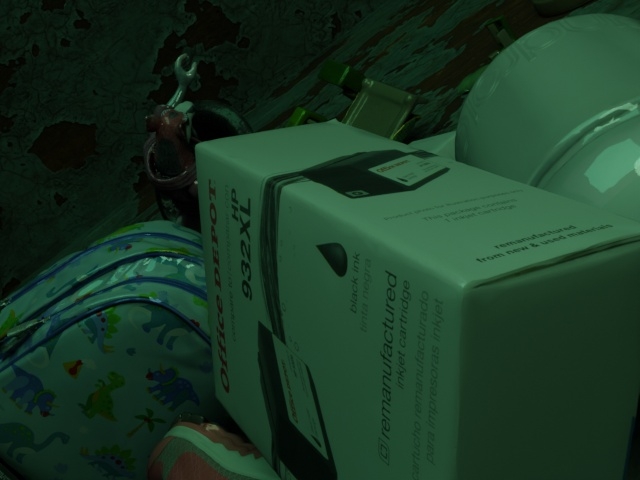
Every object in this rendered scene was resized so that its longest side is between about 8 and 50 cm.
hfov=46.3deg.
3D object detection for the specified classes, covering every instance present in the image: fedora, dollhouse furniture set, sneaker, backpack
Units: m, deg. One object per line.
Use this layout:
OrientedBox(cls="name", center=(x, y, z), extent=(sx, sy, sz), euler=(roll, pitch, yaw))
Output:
OrientedBox(cls="fedora", center=(-0.182, -0.125, 1.482), extent=(0.334, 0.334, 0.152), euler=(-20, -4, 43))
OrientedBox(cls="dollhouse furniture set", center=(0.085, -0.178, 1.329), extent=(0.197, 0.151, 0.301), euler=(-59, 37, 5))
OrientedBox(cls="dollhouse furniture set", center=(0.286, -0.323, 1.295), extent=(0.151, 0.058, 0.076), euler=(-49, 21, -27))
OrientedBox(cls="sneaker", center=(-0.088, 0.236, 0.633), extent=(0.314, 0.116, 0.136), euler=(-12, 34, 53))
OrientedBox(cls="backpack", center=(-0.230, 0.144, 0.835), extent=(0.355, 0.290, 0.273), euler=(-40, 18, -9))

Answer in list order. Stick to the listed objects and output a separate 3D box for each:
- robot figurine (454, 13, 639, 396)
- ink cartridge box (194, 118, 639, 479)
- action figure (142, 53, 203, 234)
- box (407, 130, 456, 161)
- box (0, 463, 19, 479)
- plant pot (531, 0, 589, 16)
OrientedBox(cls="robot figurine", center=(0.213, -0.034, 0.530), extent=(0.300, 0.200, 0.353), euler=(-37, 27, 17))
OrientedBox(cls="ink cartridge box", center=(0.036, 0.063, 0.485), extent=(0.129, 0.223, 0.307), euler=(-12, 23, -27))
OrientedBox(cls="action figure", center=(-0.199, -0.090, 1.142), extent=(0.276, 0.248, 0.370), euler=(-44, -23, -4))
OrientedBox(cls="box", center=(0.078, -0.020, 0.742), extent=(0.170, 0.091, 0.130), euler=(-39, 11, -10))
OrientedBox(cls="box", center=(-0.350, 0.296, 0.737), extent=(0.216, 0.270, 0.060), euler=(-25, 22, 33))
OrientedBox(cls="plant pot", center=(0.465, -0.511, 1.318), extent=(0.237, 0.109, 0.237), euler=(-34, 21, 15))
